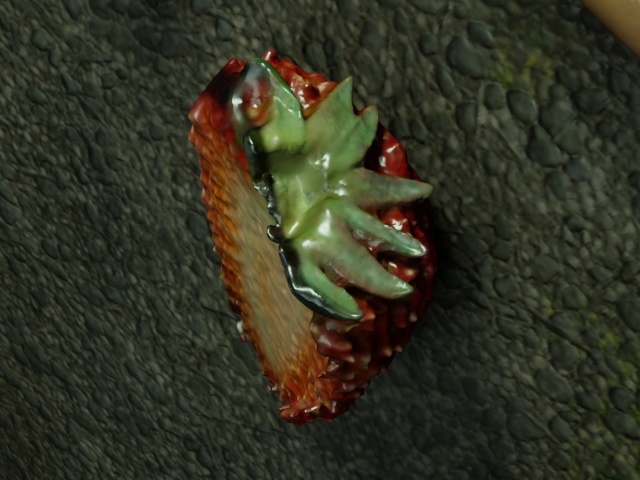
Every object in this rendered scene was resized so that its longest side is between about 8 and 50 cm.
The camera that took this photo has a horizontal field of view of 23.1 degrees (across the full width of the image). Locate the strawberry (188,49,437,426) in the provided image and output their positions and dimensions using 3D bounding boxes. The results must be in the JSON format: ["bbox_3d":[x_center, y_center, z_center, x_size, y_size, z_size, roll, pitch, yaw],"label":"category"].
[{"bbox_3d":[0.000,0.000,1.109,0.233,0.138,0.306,63,167,15],"label":"strawberry"}]

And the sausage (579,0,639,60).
[{"bbox_3d":[0.128,-0.206,0.857,0.289,0.086,0.086,47,139,7],"label":"sausage"}]
